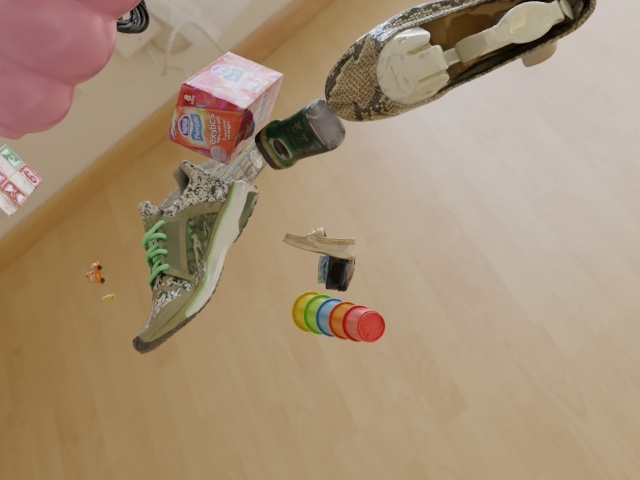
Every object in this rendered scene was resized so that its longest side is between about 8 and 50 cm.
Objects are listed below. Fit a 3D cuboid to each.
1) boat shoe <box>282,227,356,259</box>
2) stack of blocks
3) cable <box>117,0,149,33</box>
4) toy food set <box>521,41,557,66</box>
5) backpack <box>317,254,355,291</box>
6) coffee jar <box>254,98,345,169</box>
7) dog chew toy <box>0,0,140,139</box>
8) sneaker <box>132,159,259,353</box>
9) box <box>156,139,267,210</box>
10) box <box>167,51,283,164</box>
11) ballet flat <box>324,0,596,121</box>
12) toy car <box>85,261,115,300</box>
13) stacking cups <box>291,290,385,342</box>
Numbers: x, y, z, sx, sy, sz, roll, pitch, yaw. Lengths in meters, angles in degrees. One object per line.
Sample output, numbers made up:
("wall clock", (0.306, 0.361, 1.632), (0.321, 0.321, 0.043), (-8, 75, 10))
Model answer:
("boat shoe", (0.000, 0.000, 1.891), (0.170, 0.063, 0.059), (13, 90, 7))
("stack of blocks", (-0.609, -0.012, 1.357), (0.297, 0.087, 0.171), (-37, 19, 15))
("cable", (-0.331, -0.388, 1.277), (0.047, 0.184, 0.151), (-33, 35, 21))
("toy food set", (0.415, -0.532, 1.670), (0.092, 0.220, 0.306), (-4, 53, 26))
("backpack", (0.039, 0.056, 2.007), (0.084, 0.105, 0.114), (10, 26, 13))
("coffee jar", (-0.043, -0.197, 1.583), (0.184, 0.096, 0.079), (-15, 25, 49))
("dog chew toy", (-0.328, -0.281, 1.002), (0.206, 0.206, 0.332), (31, 101, 42))
("sneaker", (-0.264, 0.016, 1.473), (0.158, 0.182, 0.410), (-42, 21, 45))
("box", (-0.246, -0.128, 1.909), (0.216, 0.060, 0.270), (-20, 22, 28))
("box", (-0.177, -0.259, 1.600), (0.257, 0.128, 0.123), (-60, -8, -61))
("ballet flat", (0.237, -0.332, 1.393), (0.482, 0.164, 0.182), (-24, 18, -2))
("toy car", (-0.522, 0.096, 1.960), (0.040, 0.060, 0.122), (-15, 29, -25))
("stacking cups", (0.044, 0.160, 1.754), (0.096, 0.096, 0.316), (-62, 22, -13))
